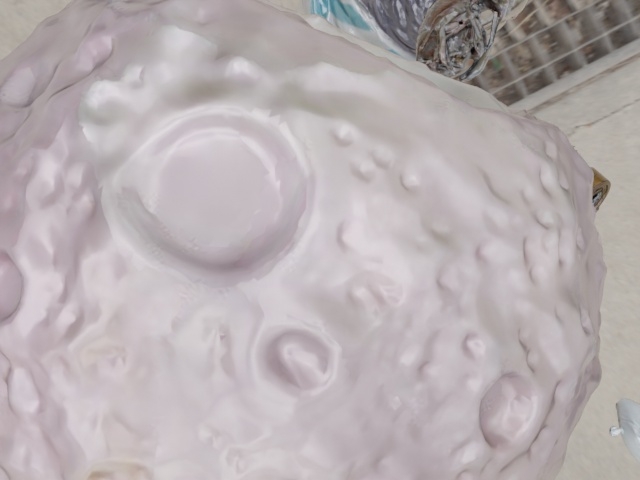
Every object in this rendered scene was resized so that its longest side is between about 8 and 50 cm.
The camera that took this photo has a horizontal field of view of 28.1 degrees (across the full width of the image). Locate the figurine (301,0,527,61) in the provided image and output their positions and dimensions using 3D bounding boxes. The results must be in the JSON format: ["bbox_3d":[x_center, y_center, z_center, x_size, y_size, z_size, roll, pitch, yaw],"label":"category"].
[{"bbox_3d":[0.073,-0.304,1.589,0.361,0.266,0.378,13,114,-43],"label":"figurine"}]

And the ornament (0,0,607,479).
[{"bbox_3d":[-0.028,0.028,0.483,0.259,0.259,0.225,23,101,-2],"label":"ornament"}]

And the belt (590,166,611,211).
[{"bbox_3d":[0.317,-0.049,1.566,0.036,0.059,0.083,47,111,29],"label":"belt"}]

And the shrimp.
[{"bbox_3d":[0.104,-0.152,0.977,0.065,0.056,0.165,3,50,23],"label":"shrimp"}]

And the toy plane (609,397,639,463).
[{"bbox_3d":[0.456,0.295,1.528,0.107,0.182,0.273,-32,87,-25],"label":"toy plane"}]

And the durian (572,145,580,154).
[{"bbox_3d":[0.324,-0.057,1.899,0.220,0.137,0.095,-40,89,-28],"label":"durian"}]
